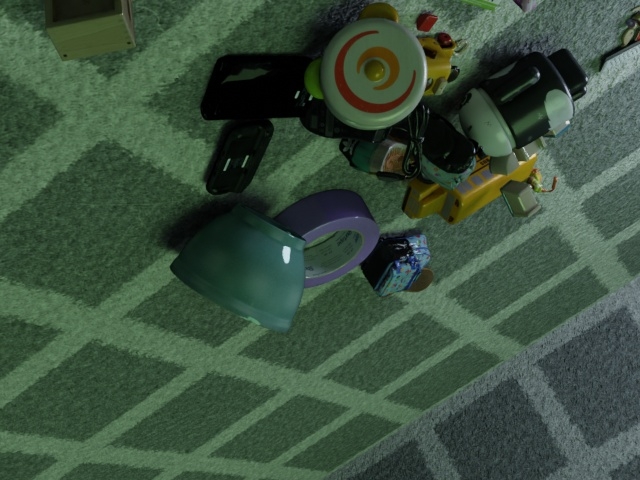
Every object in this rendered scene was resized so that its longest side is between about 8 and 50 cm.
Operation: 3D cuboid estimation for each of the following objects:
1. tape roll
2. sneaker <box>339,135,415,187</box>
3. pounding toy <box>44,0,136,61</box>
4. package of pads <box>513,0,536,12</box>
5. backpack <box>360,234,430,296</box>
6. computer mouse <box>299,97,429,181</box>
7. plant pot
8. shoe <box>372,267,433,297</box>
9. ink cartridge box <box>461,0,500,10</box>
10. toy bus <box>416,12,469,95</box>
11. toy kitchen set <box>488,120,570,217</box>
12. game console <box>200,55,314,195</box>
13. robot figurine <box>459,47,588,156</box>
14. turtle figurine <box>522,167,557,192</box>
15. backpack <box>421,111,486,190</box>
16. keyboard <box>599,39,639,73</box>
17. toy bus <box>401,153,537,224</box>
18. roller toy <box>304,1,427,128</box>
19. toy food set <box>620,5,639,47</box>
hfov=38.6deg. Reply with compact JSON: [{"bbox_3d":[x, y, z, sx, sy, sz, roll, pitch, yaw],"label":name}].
[{"bbox_3d":[0.000,0.000,2.182,0.275,0.090,0.275,-20,151,-12],"label":"tape roll"},{"bbox_3d":[0.133,-0.189,1.992,0.108,0.121,0.302,-65,161,6],"label":"sneaker"},{"bbox_3d":[-0.325,-0.340,1.340,0.130,0.141,0.100,-11,150,0],"label":"pounding toy"},{"bbox_3d":[0.396,-0.489,1.767,0.032,0.050,0.083,-29,151,-9],"label":"package of pads"},{"bbox_3d":[0.218,0.060,2.435,0.173,0.117,0.158,-11,148,-32],"label":"backpack"},{"bbox_3d":[0.089,-0.211,1.809,0.262,0.060,0.184,7,122,16],"label":"computer mouse"},{"bbox_3d":[-0.149,0.041,1.967,0.293,0.293,0.196,23,97,-55],"label":"plant pot"},{"bbox_3d":[0.232,0.111,2.599,0.219,0.058,0.076,-9,115,-37],"label":"shoe"},{"bbox_3d":[0.296,-0.537,1.559,0.189,0.097,0.255,1,141,-41],"label":"ink cartridge box"},{"bbox_3d":[0.209,-0.336,1.801,0.202,0.104,0.191,-34,151,13],"label":"toy bus"},{"bbox_3d":[0.487,-0.178,2.118,0.207,0.122,0.166,-38,113,-16],"label":"toy kitchen set"},{"bbox_3d":[-0.147,-0.213,1.766,0.213,0.044,0.361,-6,144,-31],"label":"game console"},{"bbox_3d":[0.436,-0.302,1.984,0.278,0.173,0.209,-31,124,6],"label":"robot figurine"},{"bbox_3d":[0.485,-0.141,2.344,0.217,0.087,0.269,-18,-176,-6],"label":"turtle figurine"},{"bbox_3d":[0.275,-0.185,1.999,0.115,0.152,0.182,-46,166,1],"label":"backpack"},{"bbox_3d":[0.777,-0.466,2.152,0.256,0.014,0.072,-27,161,0],"label":"keyboard"},{"bbox_3d":[0.351,-0.143,2.169,0.333,0.130,0.108,-31,155,-27],"label":"toy bus"},{"bbox_3d":[0.095,-0.299,1.641,0.209,0.191,0.146,-44,-177,1],"label":"roller toy"},{"bbox_3d":[0.729,-0.489,2.078,0.078,0.019,0.122,-25,151,-5],"label":"toy food set"}]
